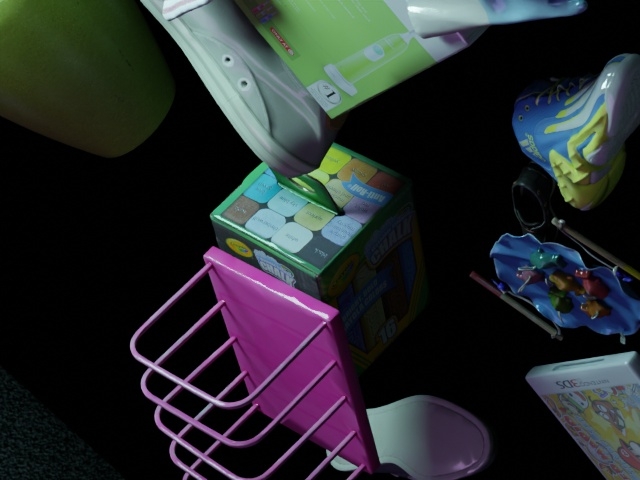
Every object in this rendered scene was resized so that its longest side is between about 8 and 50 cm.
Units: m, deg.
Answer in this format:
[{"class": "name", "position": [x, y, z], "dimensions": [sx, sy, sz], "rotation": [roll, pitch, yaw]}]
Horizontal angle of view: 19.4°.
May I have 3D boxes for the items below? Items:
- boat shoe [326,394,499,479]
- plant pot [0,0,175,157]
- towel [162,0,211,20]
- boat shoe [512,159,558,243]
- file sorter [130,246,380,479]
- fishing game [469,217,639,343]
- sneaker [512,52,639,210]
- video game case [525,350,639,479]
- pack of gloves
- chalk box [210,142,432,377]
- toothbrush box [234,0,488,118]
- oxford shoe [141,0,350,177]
[{"class": "boat shoe", "position": [0.141, 0.274, 2.558], "dimensions": [0.099, 0.116, 0.319], "rotation": [9, 169, -39]}, {"class": "plant pot", "position": [-0.322, -0.240, 2.291], "dimensions": [0.274, 0.275, 0.293], "rotation": [6, 149, 51]}, {"class": "towel", "position": [-0.121, -0.332, 1.936], "dimensions": [0.029, 0.197, 0.144], "rotation": [13, 168, -23]}, {"class": "boat shoe", "position": [0.229, -0.031, 2.022], "dimensions": [0.049, 0.042, 0.133], "rotation": [27, 150, 25]}, {"class": "file sorter", "position": [-0.083, 0.197, 2.227], "dimensions": [0.202, 0.182, 0.291], "rotation": [27, 148, 34]}, {"class": "fishing game", "position": [0.268, 0.059, 2.064], "dimensions": [0.189, 0.041, 0.264], "rotation": [35, 158, -9]}, {"class": "sneaker", "position": [0.242, -0.122, 1.817], "dimensions": [0.126, 0.091, 0.240], "rotation": [37, 153, 16]}, {"class": "video game case", "position": [0.370, 0.230, 2.214], "dimensions": [0.227, 0.026, 0.206], "rotation": [50, 153, -12]}, {"class": "pack of gloves", "position": [0.116, -0.258, 1.610], "dimensions": [0.232, 0.046, 0.195], "rotation": [-3, 126, 49]}, {"class": "chalk box", "position": [0.000, 0.000, 2.237], "dimensions": [0.180, 0.179, 0.289], "rotation": [29, 149, 30]}, {"class": "toothbrush box", "position": [0.046, -0.264, 1.853], "dimensions": [0.206, 0.122, 0.283], "rotation": [50, 154, -9]}, {"class": "oxford shoe", "position": [-0.114, -0.277, 2.070], "dimensions": [0.130, 0.169, 0.449], "rotation": [-38, 89, 22]}]
